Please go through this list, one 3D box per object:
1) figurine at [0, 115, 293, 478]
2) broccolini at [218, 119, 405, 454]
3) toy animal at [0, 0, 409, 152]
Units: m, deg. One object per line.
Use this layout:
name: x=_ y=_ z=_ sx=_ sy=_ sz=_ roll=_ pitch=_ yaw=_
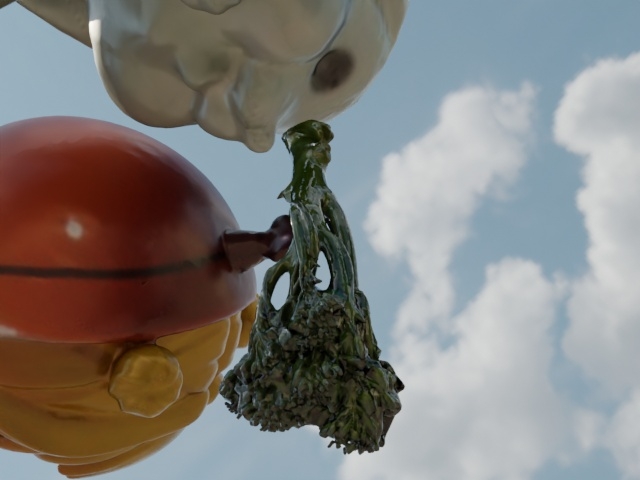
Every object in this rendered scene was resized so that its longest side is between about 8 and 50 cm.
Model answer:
figurine: x=-0.177 y=0.013 z=0.790 sx=0.320 sy=0.323 sz=0.196 roll=-38 pitch=-30 yaw=-72
broccolini: x=0.001 y=-0.006 z=0.453 sx=0.054 sy=0.194 sz=0.052 roll=6 pitch=-56 yaw=-2
toy animal: x=-0.089 y=-0.172 z=0.685 sx=0.249 sy=0.174 sz=0.289 roll=1 pitch=-43 yaw=19
